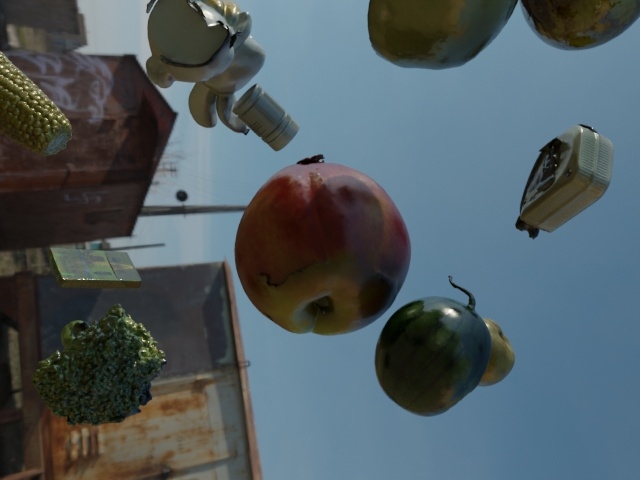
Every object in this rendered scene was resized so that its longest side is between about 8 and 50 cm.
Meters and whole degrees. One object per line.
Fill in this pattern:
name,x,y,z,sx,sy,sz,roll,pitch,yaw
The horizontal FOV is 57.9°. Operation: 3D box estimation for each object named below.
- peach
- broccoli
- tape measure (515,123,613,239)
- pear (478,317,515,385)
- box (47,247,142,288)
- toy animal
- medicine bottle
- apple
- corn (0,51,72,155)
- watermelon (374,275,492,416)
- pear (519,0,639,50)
peach,0.000,0.000,1.135,0.370,0.369,0.370,175,-90,-67
broccoli,-0.452,0.219,1.147,0.273,0.242,0.180,45,-29,27
tape measure,0.612,-0.166,1.491,0.271,0.132,0.231,119,-7,-59
pear,0.471,0.342,1.747,0.209,0.208,0.209,175,-90,-67
box,-0.545,0.069,1.405,0.121,0.193,0.030,49,-59,38
toy animal,-0.214,-0.363,1.147,0.310,0.182,0.247,15,95,-83
medicine bottle,-0.082,-0.185,0.875,0.058,0.091,0.058,-39,-156,21
apple,0.221,-0.433,0.980,0.258,0.233,0.295,83,23,-47
corn,-0.466,-0.221,0.819,0.091,0.260,0.091,-52,177,18
watermelon,0.175,0.178,0.983,0.232,0.127,0.204,-51,-146,10
pear,0.562,-0.556,1.254,0.283,0.283,0.284,175,-90,-67
